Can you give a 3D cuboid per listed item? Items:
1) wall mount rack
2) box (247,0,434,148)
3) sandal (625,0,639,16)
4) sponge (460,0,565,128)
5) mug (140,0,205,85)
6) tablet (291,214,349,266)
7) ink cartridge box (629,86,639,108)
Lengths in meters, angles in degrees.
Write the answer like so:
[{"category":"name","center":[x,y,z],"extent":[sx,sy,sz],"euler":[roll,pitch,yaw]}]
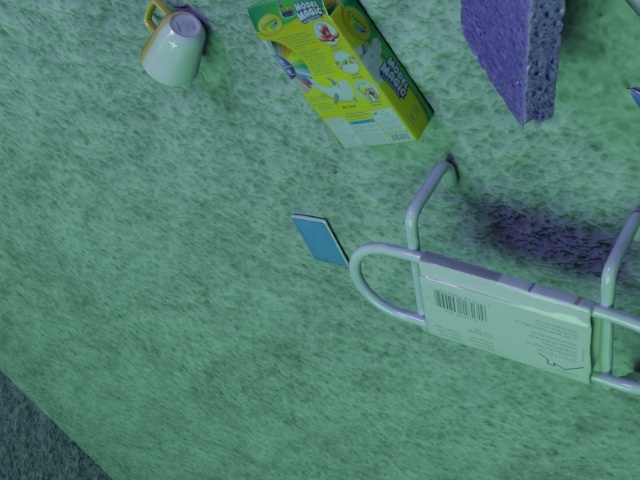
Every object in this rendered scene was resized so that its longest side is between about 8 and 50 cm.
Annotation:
[{"category":"wall mount rack","center":[0.215,0.072,1.146],"extent":[0.350,0.130,0.304],"euler":[17,144,26]},{"category":"box","center":[0.017,-0.166,1.052],"extent":[0.105,0.043,0.179],"euler":[-1,139,46]},{"category":"sandal","center":[0.153,-0.297,0.640],"extent":[0.102,0.169,0.416],"euler":[-29,122,13]},{"category":"sponge","center":[0.140,-0.190,0.822],"extent":[0.210,0.031,0.117],"euler":[78,169,-58]},{"category":"mug","center":[-0.154,-0.206,1.145],"extent":[0.078,0.062,0.064],"euler":[29,144,-6]},{"category":"tablet","center":[0.000,0.000,1.362],"extent":[0.054,0.006,0.083],"euler":[10,143,36]},{"category":"ink cartridge box","center":[0.387,-0.073,0.748],"extent":[0.311,0.065,0.186],"euler":[6,163,36]}]
